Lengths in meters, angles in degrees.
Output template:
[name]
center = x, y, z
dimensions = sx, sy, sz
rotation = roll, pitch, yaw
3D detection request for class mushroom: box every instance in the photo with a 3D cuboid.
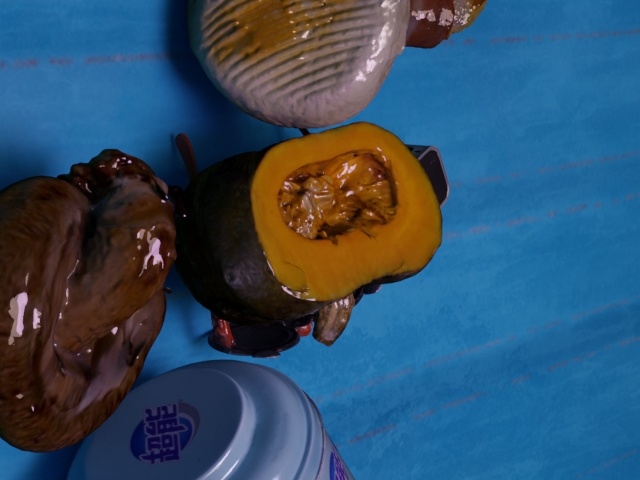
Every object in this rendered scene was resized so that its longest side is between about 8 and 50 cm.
[mushroom]
center = -0.243, 0.044, 1.460
dimensions = 0.283, 0.195, 0.263
rotation = -54, 143, -8

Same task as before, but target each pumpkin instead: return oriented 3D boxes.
[pumpkin]
center = 0.000, 0.000, 1.676
dimensions = 0.317, 0.139, 0.222
rotation = -16, 84, -46

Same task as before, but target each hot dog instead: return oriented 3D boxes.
[hot dog]
center = 0.093, -0.288, 1.880
dimensions = 0.261, 0.093, 0.123
rotation = 0, 59, -25

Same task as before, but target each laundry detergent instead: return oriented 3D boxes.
[laundry detergent]
center = -0.096, 0.296, 1.607
dimensions = 0.287, 0.287, 0.305
rotation = -54, 133, -30

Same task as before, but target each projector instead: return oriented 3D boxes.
[projector]
center = 0.102, -0.071, 1.946
dimensions = 0.083, 0.082, 0.083
rotation = -45, 128, -38

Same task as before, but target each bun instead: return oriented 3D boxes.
[bun]
center = -0.017, -0.240, 1.663
dimensions = 0.153, 0.244, 0.244
rotation = -40, 133, -81

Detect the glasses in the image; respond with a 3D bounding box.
[glasses]
center = -0.050, -0.016, 1.747
dimensions = 0.234, 0.118, 0.268
rotation = -31, 119, -42
